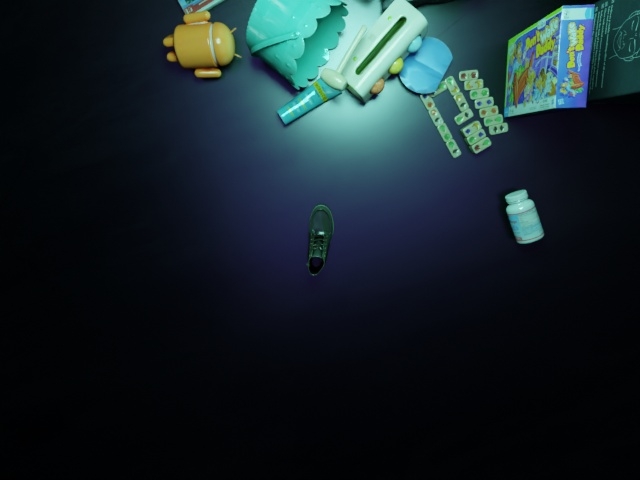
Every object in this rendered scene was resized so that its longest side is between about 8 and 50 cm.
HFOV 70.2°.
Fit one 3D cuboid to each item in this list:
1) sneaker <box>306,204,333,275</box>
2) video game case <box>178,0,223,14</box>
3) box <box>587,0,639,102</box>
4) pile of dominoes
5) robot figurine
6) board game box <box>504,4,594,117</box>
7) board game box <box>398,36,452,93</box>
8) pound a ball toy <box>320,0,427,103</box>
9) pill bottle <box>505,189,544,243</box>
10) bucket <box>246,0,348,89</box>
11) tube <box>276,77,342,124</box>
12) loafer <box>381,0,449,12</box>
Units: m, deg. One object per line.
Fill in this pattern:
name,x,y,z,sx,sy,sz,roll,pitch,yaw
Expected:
sneaker,0.000,0.000,1.480,0.083,0.118,0.222,4,102,1
video game case,-0.383,-0.846,1.365,0.204,0.025,0.285,-28,99,6
box,0.909,-0.532,1.209,0.211,0.395,0.294,1,102,2
pile of dominoes,0.457,-0.400,1.428,0.196,0.040,0.251,-31,100,7
robot figurine,-0.352,-0.583,1.368,0.219,0.128,0.158,-3,87,3
board game box,0.612,-0.470,1.254,0.078,0.347,0.234,-1,101,2
board game box,0.320,-0.539,1.408,0.133,0.033,0.169,27,96,1
pound a ball toy,0.165,-0.527,1.312,0.136,0.208,0.319,44,100,7
pill bottle,0.652,-0.077,1.465,0.087,0.087,0.160,-22,100,6
bucket,-0.069,-0.593,1.289,0.183,0.281,0.281,36,100,3
tube,-0.039,-0.442,1.431,0.207,0.052,0.080,-34,106,2
loafer,0.324,-0.750,1.330,0.302,0.109,0.095,-10,97,6
